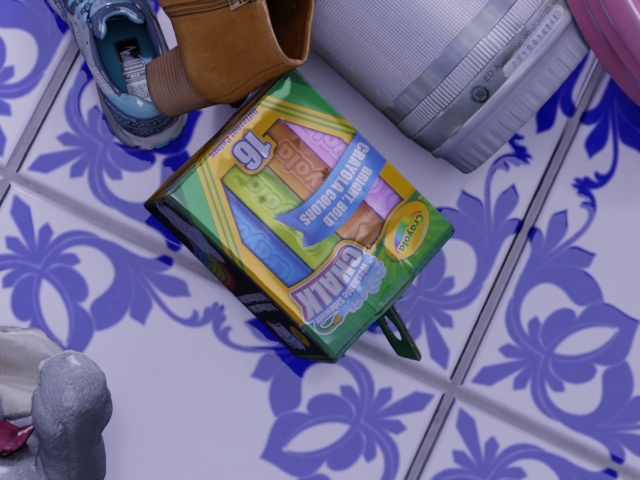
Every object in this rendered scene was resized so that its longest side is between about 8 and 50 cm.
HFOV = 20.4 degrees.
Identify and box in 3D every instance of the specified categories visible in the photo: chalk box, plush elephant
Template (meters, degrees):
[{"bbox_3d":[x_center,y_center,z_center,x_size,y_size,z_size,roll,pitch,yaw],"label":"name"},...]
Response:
[{"bbox_3d":[0.000,0.000,1.715,0.289,0.180,0.179,44,80,-8],"label":"chalk box"},{"bbox_3d":[-0.331,0.195,1.642,0.255,0.330,0.272,38,78,26],"label":"plush elephant"}]

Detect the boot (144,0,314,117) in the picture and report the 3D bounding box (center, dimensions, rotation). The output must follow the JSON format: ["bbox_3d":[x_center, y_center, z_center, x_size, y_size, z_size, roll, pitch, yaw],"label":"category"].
[{"bbox_3d":[-0.096,-0.273,1.660,0.104,0.211,0.295,-2,76,-44],"label":"boot"}]

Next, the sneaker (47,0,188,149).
[{"bbox_3d":[-0.207,-0.234,1.774,0.110,0.122,0.283,-27,84,-8],"label":"sneaker"}]

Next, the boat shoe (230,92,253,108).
[{"bbox_3d":[-0.065,-0.197,1.816,0.042,0.049,0.133,28,84,-8],"label":"boat shoe"}]

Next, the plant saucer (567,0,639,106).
[{"bbox_3d":[0.337,-0.239,1.742,0.084,0.332,0.332,-31,82,36],"label":"plant saucer"}]

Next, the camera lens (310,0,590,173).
[{"bbox_3d":[0.109,-0.228,1.742,0.274,0.219,0.219,42,80,-3],"label":"camera lens"}]
